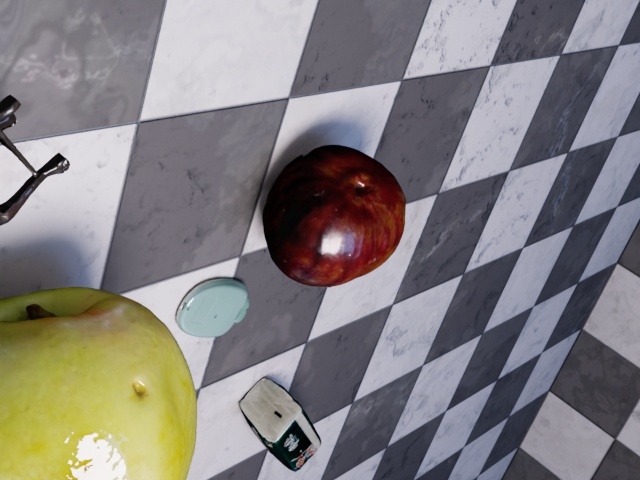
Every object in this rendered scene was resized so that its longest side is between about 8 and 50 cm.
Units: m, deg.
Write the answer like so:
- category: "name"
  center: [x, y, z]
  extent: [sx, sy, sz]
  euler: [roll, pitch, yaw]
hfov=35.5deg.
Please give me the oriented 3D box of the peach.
- category: "peach"
  center: [-0.284, 0.203, 1.055]
  extent: [0.314, 0.281, 0.316]
  euler: [-12, 117, 0]

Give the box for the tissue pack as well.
- category: "tissue pack"
  center: [-0.067, 0.313, 1.696]
  extent: [0.090, 0.103, 0.170]
  euler: [-41, 150, -13]

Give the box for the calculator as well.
- category: "calculator"
  center: [-0.147, 0.097, 1.419]
  extent: [0.153, 0.021, 0.095]
  euler: [14, 110, -57]

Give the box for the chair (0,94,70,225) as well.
- category: "chair"
  center: [-0.352, -0.046, 0.865]
  extent: [0.229, 0.106, 0.113]
  euler: [-44, 149, -14]

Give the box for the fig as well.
- category: "fig"
  center: [-0.008, -0.015, 1.378]
  extent: [0.249, 0.186, 0.204]
  euler: [-35, -173, 47]
